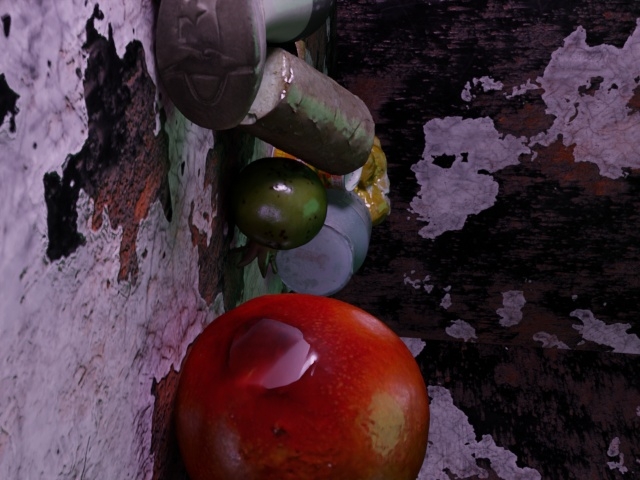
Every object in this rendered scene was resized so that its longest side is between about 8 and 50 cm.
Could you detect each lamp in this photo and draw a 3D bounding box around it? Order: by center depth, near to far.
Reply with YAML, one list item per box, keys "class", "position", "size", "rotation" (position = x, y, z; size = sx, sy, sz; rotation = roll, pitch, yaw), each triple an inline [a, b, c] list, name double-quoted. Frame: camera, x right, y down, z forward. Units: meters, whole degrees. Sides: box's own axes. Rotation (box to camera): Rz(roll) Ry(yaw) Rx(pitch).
- class: "lamp"
  position: [-0.107, -0.387, 1.111]
  size: [0.314, 0.182, 0.181]
  rotation: [-36, 138, -38]

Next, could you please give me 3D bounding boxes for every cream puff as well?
- class: "cream puff"
  position: [0.032, -0.165, 2.036]
  size: [0.378, 0.276, 0.377]
  rotation: [171, -90, -69]

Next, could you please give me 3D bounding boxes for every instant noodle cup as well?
- class: "instant noodle cup"
  position: [0.001, -0.194, 1.689]
  size: [0.168, 0.185, 0.168]
  rotation: [-50, 149, -45]

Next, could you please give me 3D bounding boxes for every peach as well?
- class: "peach"
  position: [-0.035, 0.245, 1.005]
  size: [0.388, 0.389, 0.387]
  rotation: [3, 90, -84]

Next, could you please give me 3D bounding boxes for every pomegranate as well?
- class: "pomegranate"
  position: [-0.087, -0.042, 1.283]
  size: [0.181, 0.182, 0.224]
  rotation: [-76, -169, -61]

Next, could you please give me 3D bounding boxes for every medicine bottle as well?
- class: "medicine bottle"
  position: [0.000, 0.000, 1.777]
  size: [0.290, 0.245, 0.244]
  rotation: [-64, 157, -69]

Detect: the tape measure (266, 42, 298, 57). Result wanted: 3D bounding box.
- class: "tape measure"
  position: [-0.091, -0.309, 1.347]
  size: [0.182, 0.107, 0.180]
  rotation: [74, 17, -72]

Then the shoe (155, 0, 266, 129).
- class: "shoe"
  position: [-0.123, -0.322, 0.893]
  size: [0.210, 0.132, 0.341]
  rotation: [-67, 156, -66]

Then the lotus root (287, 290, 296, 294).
- class: "lotus root"
  position: [-0.065, 0.186, 1.987]
  size: [0.190, 0.095, 0.108]
  rotation: [-95, -153, -73]

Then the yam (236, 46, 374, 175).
- class: "yam"
  position: [-0.032, -0.219, 1.206]
  size: [0.268, 0.161, 0.161]
  rotation: [18, 72, -49]

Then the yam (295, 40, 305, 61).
- class: "yam"
  position: [-0.066, -0.385, 1.776]
  size: [0.061, 0.061, 0.252]
  rotation: [-40, 133, -82]
